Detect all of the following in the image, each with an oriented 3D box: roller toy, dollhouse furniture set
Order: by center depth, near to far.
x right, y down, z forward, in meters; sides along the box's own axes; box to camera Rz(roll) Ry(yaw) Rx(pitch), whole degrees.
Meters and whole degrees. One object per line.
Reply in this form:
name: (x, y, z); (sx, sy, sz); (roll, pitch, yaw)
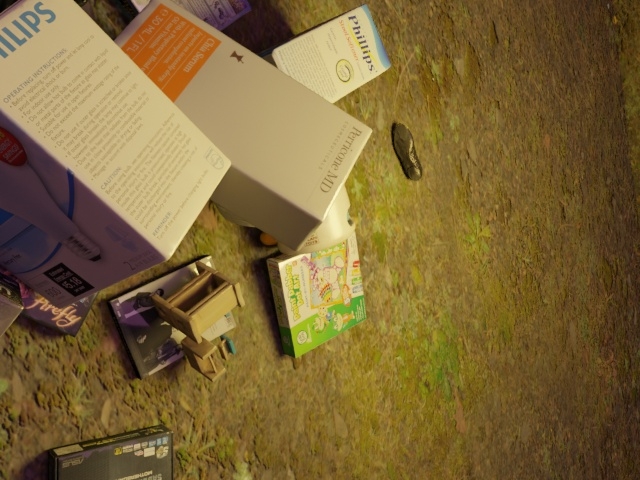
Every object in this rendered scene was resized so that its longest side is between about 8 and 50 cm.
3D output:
dollhouse furniture set: (-0.239, 0.166, 1.227); (0.129, 0.129, 0.183); (-40, 138, -32)
roller toy: (-0.024, -0.050, 1.369); (0.209, 0.191, 0.146); (-27, 108, -35)

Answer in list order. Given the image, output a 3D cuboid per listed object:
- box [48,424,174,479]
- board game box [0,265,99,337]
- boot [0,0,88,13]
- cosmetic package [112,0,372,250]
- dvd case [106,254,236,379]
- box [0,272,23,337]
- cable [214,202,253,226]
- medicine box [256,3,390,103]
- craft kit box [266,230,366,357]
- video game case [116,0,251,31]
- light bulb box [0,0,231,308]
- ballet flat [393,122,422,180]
box: (-0.405, 0.479, 1.159); (0.233, 0.059, 0.183); (0, 92, -38)
board game box: (-0.518, 0.052, 1.070); (0.243, 0.042, 0.165); (34, 70, -34)
boot: (-0.510, -0.355, 0.961); (0.246, 0.207, 0.094); (-32, 100, -30)
cosmetic package: (-0.164, -0.206, 1.068); (0.453, 0.161, 0.230); (31, 63, -7)
dvd case: (-0.306, 0.157, 1.251); (0.239, 0.029, 0.179); (-27, 107, -36)
box: (-0.605, 0.142, 0.905); (0.163, 0.142, 0.247); (41, 80, -32)
cable: (-0.112, -0.133, 1.260); (0.257, 0.257, 0.089); (-39, 143, -24)
medicine box: (-0.046, -0.368, 1.298); (0.289, 0.263, 0.149); (-39, 113, -32)
craft kit box: (-0.002, 0.125, 1.459); (0.247, 0.061, 0.249); (-22, 112, -33)
video game case: (-0.306, -0.535, 1.216); (0.244, 0.061, 0.269); (-46, 117, -28)
light bulb box: (-0.408, -0.119, 0.915); (0.361, 0.358, 0.225); (46, 44, -25)
ballet flat: (0.246, -0.250, 1.683); (0.049, 0.057, 0.173); (-71, 143, -68)
